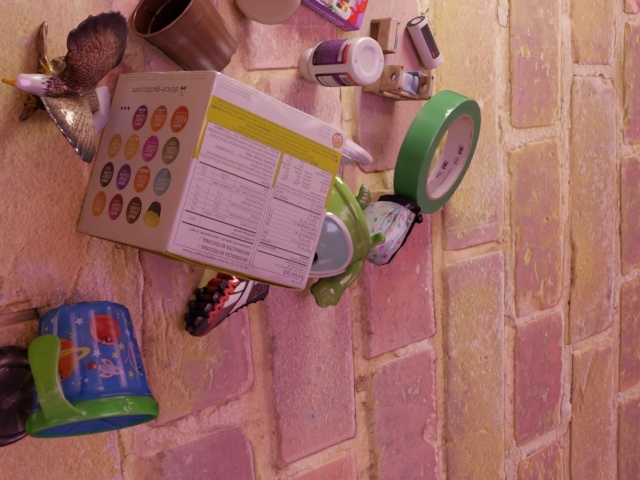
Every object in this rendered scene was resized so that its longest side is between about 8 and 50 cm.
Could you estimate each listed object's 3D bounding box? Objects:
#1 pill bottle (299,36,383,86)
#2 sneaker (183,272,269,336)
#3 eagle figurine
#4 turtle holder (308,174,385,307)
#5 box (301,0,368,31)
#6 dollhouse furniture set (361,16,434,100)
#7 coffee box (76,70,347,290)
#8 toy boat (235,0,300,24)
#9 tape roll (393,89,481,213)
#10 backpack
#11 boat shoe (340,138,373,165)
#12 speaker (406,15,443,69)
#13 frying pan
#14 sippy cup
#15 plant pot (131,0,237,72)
[{"bbox_3d":[0.042,-0.408,1.917,0.108,0.193,0.108,-8,102,-42],"label":"pill bottle"},{"bbox_3d":[-0.189,0.116,1.851,0.135,0.098,0.276,50,62,-32],"label":"sneaker"},{"bbox_3d":[-0.431,-0.262,1.442,0.225,0.298,0.226,-37,119,-33],"label":"eagle figurine"},{"bbox_3d":[-0.011,-0.016,1.931,0.227,0.243,0.320,-33,154,-19],"label":"turtle holder"},{"bbox_3d":[0.049,-0.674,1.975,0.201,0.057,0.293,22,81,-41],"label":"box"},{"bbox_3d":[0.204,-0.455,2.099,0.129,0.129,0.183,6,92,-42],"label":"dollhouse furniture set"},{"bbox_3d":[-0.214,-0.114,1.633,0.338,0.338,0.334,18,85,-43],"label":"coffee box"},{"bbox_3d":[-0.102,-0.588,1.806,0.151,0.151,0.231,16,111,-7],"label":"toy boat"},{"bbox_3d":[0.309,-0.229,2.178,0.321,0.077,0.321,-42,146,-37],"label":"tape roll"},{"bbox_3d":[0.159,-0.029,2.128,0.115,0.152,0.182,38,74,-22],"label":"backpack"},{"bbox_3d":[0.053,-0.219,2.047,0.184,0.066,0.063,28,92,-43],"label":"boat shoe"},{"bbox_3d":[0.278,-0.522,2.206,0.055,0.055,0.136,-47,125,-27],"label":"speaker"},{"bbox_3d":[-0.592,0.233,1.546,0.197,0.053,0.326,-16,109,-42],"label":"frying pan"},{"bbox_3d":[-0.432,0.237,1.556,0.240,0.305,0.224,-2,71,-25],"label":"sippy cup"},{"bbox_3d":[-0.262,-0.421,1.673,0.165,0.167,0.167,44,67,-44],"label":"plant pot"}]
